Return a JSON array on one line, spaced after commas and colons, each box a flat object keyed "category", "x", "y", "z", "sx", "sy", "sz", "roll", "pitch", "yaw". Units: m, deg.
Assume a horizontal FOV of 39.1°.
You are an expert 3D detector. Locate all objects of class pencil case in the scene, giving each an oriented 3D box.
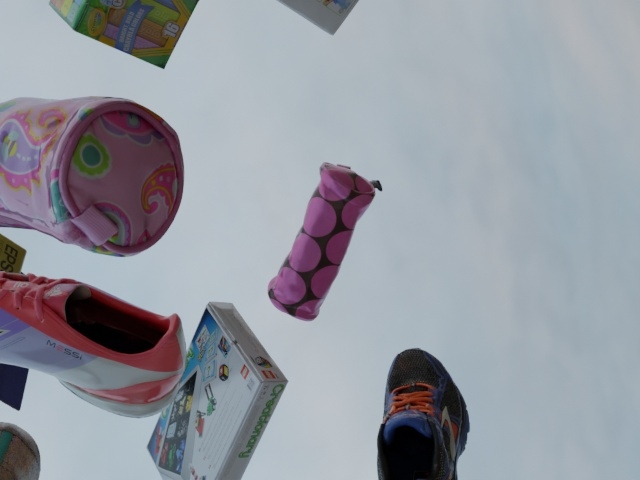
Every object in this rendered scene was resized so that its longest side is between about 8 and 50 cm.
[{"category": "pencil case", "x": 0.000, "y": 0.000, "z": 1.212, "sx": 0.095, "sy": 0.209, "sz": 0.098, "roll": 19, "pitch": -160, "yaw": -23}, {"category": "pencil case", "x": -0.241, "y": -0.056, "z": 0.718, "sx": 0.124, "sy": 0.284, "sz": 0.124, "roll": -12, "pitch": -75, "yaw": -52}]

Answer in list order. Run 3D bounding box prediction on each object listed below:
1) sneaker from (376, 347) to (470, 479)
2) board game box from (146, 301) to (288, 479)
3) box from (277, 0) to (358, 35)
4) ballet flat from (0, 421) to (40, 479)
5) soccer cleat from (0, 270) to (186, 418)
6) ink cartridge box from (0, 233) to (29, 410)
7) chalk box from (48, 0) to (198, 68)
[{"category": "sneaker", "x": 0.090, "y": 0.175, "z": 0.815, "sx": 0.221, "sy": 0.083, "sz": 0.087, "roll": -88, "pitch": -20, "yaw": -52}, {"category": "board game box", "x": -0.169, "y": 0.273, "z": 1.393, "sx": 0.053, "sy": 0.305, "sz": 0.193, "roll": 6, "pitch": -150, "yaw": -38}, {"category": "box", "x": -0.045, "y": -0.334, "z": 1.007, "sx": 0.203, "sy": 0.103, "sz": 0.114, "roll": 19, "pitch": -155, "yaw": -50}, {"category": "ballet flat", "x": -0.330, "y": 0.315, "z": 0.794, "sx": 0.107, "sy": 0.106, "sz": 0.316, "roll": 14, "pitch": -80, "yaw": -14}, {"category": "soccer cleat", "x": -0.278, "y": 0.069, "z": 0.842, "sx": 0.318, "sy": 0.116, "sz": 0.109, "roll": 19, "pitch": -136, "yaw": -3}, {"category": "ink cartridge box", "x": -0.593, "y": 0.092, "z": 1.519, "sx": 0.307, "sy": 0.072, "sz": 0.304, "roll": 36, "pitch": -152, "yaw": -31}, {"category": "chalk box", "x": -0.321, "y": -0.375, "z": 1.378, "sx": 0.213, "sy": 0.132, "sz": 0.132, "roll": 18, "pitch": -160, "yaw": -40}]
